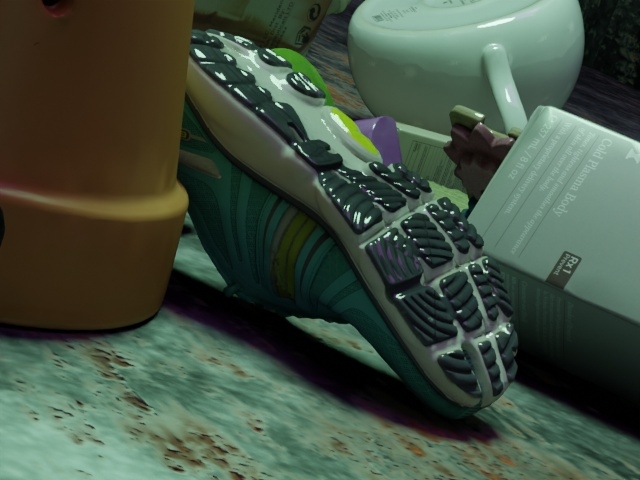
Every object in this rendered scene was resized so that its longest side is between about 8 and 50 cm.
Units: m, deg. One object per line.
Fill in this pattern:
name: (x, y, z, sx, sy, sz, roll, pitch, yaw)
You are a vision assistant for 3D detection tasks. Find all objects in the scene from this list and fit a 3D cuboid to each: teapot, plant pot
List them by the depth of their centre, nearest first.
plant pot: (-0.187, -0.104, 0.944, 0.291, 0.203, 0.291, 19, 12, -4)
teapot: (0.153, -0.155, 1.866, 0.252, 0.187, 0.256, 6, 28, 36)

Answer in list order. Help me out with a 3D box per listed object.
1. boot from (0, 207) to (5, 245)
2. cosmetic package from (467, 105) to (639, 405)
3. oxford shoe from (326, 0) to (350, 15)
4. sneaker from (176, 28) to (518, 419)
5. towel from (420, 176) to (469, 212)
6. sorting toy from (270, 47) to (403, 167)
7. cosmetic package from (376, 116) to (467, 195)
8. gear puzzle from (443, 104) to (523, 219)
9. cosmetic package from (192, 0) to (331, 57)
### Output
boot: (-0.172, 0.030, 0.641, 0.178, 0.085, 0.236, 31, 22, 36)
cosmetic package: (0.213, 0.029, 1.144, 0.238, 0.127, 0.107, 22, -29, 23)
oxford shoe: (-0.192, -0.231, 1.603, 0.449, 0.130, 0.169, 11, -18, 10)
sneaker: (0.000, 0.000, 1.028, 0.275, 0.110, 0.107, 46, 31, 24)
towel: (0.126, -0.012, 1.501, 0.148, 0.027, 0.110, 21, 12, -1)
sorting toy: (-0.079, -0.064, 1.286, 0.126, 0.127, 0.365, -8, -8, 31)
cosmetic package: (0.093, -0.062, 1.597, 0.115, 0.060, 0.041, 15, 11, -34)
gear puzzle: (0.227, 0.029, 1.286, 0.339, 0.044, 0.175, 25, -28, 30)
cosmetic package: (-0.145, -0.176, 1.294, 0.153, 0.129, 0.296, 34, 14, 30)
